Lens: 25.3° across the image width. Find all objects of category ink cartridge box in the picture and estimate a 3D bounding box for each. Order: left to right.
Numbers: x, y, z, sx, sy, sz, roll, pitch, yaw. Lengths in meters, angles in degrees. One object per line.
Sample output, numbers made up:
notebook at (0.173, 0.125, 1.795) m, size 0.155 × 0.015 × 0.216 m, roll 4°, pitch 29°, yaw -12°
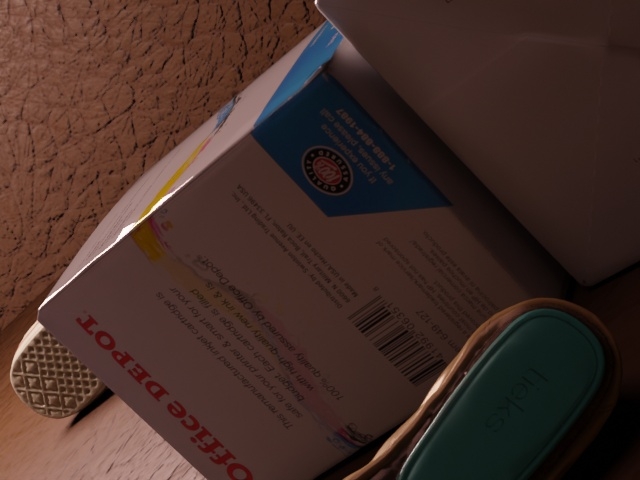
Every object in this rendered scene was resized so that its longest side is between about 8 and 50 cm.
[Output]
ink cartridge box at (0.000, 0.000, 0.783) m, size 0.232 × 0.171 × 0.168 m, roll -36°, pitch 14°, yaw 31°

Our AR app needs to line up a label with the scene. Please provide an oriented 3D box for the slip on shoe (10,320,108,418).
slip on shoe at (-0.167, 0.042, 1.334) m, size 0.331 × 0.123 × 0.101 m, roll -43°, pitch 7°, yaw 29°

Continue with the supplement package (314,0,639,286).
supplement package at (0.171, -0.159, 0.697) m, size 0.199 × 0.198 × 0.263 m, roll -34°, pitch 16°, yaw 42°

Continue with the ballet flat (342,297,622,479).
ballet flat at (0.033, 0.121, 0.556) m, size 0.232 × 0.080 × 0.073 m, roll -43°, pitch -16°, yaw -8°
